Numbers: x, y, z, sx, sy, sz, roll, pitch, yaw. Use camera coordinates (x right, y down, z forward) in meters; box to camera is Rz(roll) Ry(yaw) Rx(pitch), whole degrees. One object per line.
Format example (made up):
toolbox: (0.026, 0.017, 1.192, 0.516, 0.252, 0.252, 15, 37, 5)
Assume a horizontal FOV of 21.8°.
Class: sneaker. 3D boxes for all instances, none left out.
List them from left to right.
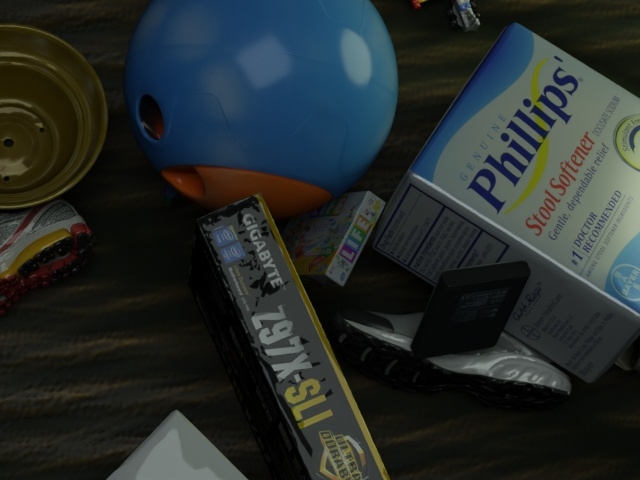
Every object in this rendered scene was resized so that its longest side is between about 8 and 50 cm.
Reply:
sneaker: (-0.357, 0.026, 1.791, 0.225, 0.088, 0.093, -27, 59, -12)
sneaker: (0.142, 0.110, 1.807, 0.271, 0.100, 0.108, 12, 65, -8)

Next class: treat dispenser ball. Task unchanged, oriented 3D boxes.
treat dispenser ball: (-0.062, -0.164, 1.743, 0.288, 0.288, 0.288, 1, 75, -5)

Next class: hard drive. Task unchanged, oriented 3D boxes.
hard drive: (0.152, 0.072, 1.695, 0.094, 0.135, 0.022, -8, 55, -19)

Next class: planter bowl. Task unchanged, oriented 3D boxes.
planter bowl: (-0.342, -0.121, 1.813, 0.217, 0.090, 0.217, 3, 70, -8)

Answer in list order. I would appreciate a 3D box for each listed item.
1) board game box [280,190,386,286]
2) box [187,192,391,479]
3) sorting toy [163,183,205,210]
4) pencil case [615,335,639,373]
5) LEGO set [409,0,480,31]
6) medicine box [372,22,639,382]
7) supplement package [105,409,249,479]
board game box: (0.000, 0.000, 1.787, 0.026, 0.154, 0.103, 35, 72, -23)
box: (-0.039, 0.139, 1.691, 0.079, 0.257, 0.322, -22, 78, -10)
sorting toy: (-0.153, -0.064, 1.848, 0.102, 0.042, 0.061, 36, 39, 14)
pencil case: (0.538, 0.127, 1.793, 0.410, 0.160, 0.183, 17, 116, 2)
LEGO set: (0.135, -0.354, 1.944, 0.244, 0.060, 0.182, 22, 78, 0)
medicine box: (0.249, -0.043, 1.785, 0.289, 0.149, 0.263, 32, 56, 3)
supplement package: (-0.140, 0.306, 1.617, 0.175, 0.293, 0.177, 43, 76, 7)
